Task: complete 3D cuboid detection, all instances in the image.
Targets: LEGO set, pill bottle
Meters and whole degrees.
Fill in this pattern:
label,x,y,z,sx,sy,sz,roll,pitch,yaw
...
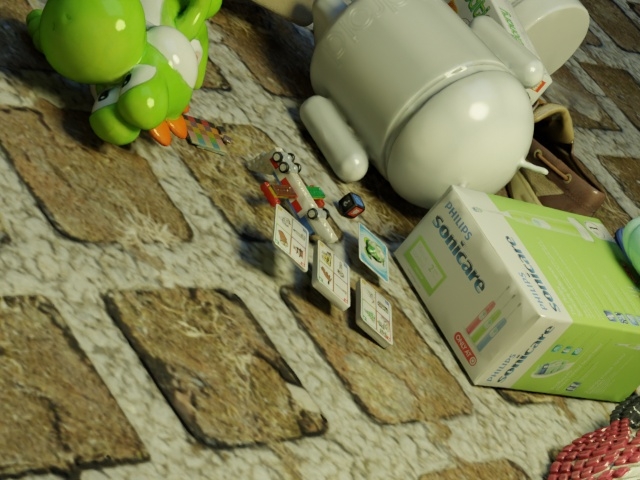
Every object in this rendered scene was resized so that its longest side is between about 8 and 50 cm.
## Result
label,x,y,z,sx,sy,sz,roll,pitch,yaw
LEGO set,0.000,0.000,1.805,0.182,0.060,0.244,42,25,-24
pill bottle,0.239,-0.415,2.545,0.210,0.210,0.363,2,44,-51

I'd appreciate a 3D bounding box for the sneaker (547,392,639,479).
label,x,y,z,sx,sy,sz,roll,pitch,yaw
sneaker,0.348,0.245,1.774,0.299,0.121,0.112,-22,95,-52

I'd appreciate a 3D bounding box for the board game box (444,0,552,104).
label,x,y,z,sx,sy,sz,roll,pitch,yaw
board game box,0.191,-0.239,2.228,0.053,0.193,0.305,23,30,-31

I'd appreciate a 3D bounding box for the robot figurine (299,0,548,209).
label,x,y,z,sx,sy,sz,roll,pitch,yaw
robot figurine,0.122,-0.176,2.022,0.353,0.300,0.200,51,-16,31

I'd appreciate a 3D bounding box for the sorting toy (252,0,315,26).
label,x,y,z,sx,sy,sz,roll,pitch,yaw
sorting toy,-0.128,-0.416,2.085,0.307,0.041,0.229,23,43,-39

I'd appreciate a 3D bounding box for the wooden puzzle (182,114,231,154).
label,x,y,z,sx,sy,sz,roll,pitch,yaw
wooden puzzle,-0.131,-0.118,1.836,0.083,0.006,0.049,16,35,-39

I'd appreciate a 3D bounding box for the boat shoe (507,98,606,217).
label,x,y,z,sx,sy,sz,roll,pitch,yaw
boat shoe,0.303,-0.140,2.294,0.123,0.123,0.342,22,31,-31

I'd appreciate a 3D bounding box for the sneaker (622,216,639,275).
label,x,y,z,sx,sy,sz,roll,pitch,yaw
sneaker,0.508,0.027,2.039,0.366,0.135,0.150,18,23,-46

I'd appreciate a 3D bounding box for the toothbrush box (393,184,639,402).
label,x,y,z,sx,sy,sz,roll,pitch,yaw
toothbrush box,0.255,0.065,1.917,0.283,0.122,0.206,12,38,-45

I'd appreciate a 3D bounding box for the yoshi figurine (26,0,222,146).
label,x,y,z,sx,sy,sz,roll,pitch,yaw
yoshi figurine,-0.203,-0.248,1.766,0.203,0.203,0.362,17,33,-8

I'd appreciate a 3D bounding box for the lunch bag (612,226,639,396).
label,x,y,z,sx,sy,sz,roll,pitch,yaw
lunch bag,0.461,0.121,2.100,0.243,0.115,0.303,27,25,-24
